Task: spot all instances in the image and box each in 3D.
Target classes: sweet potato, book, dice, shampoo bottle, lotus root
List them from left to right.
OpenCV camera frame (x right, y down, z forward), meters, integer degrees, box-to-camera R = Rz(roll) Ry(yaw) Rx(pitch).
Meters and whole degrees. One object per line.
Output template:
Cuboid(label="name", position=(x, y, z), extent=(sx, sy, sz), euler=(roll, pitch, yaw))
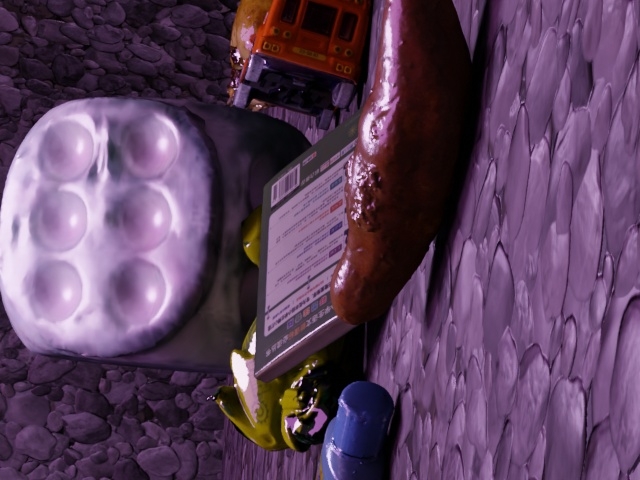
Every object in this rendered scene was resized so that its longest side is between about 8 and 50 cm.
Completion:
Cuboid(label="dice", position=(-0.198, 0.001, 2.185), extent=(0.348, 0.330, 0.328), euler=(19, -105, -67))
Cuboid(label="lotus root", position=(-0.056, -0.328, 2.545), extent=(0.169, 0.141, 0.314), euler=(121, 163, -69))
Cuboid(label="book", position=(0.000, 0.000, 1.833), extent=(0.202, 0.027, 0.264), euler=(-36, 40, 38))
Cuboid(label="shampoo bottle", position=(0.025, 0.245, 1.666), extent=(0.104, 0.061, 0.258), euler=(-94, 12, -51))
Cuboid(label="sweet potato", position=(0.071, -0.070, 1.413), extent=(0.106, 0.095, 0.354), euler=(29, 125, 33))

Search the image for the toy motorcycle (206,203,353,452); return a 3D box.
Cuboid(label="toy motorcycle", position=(-0.030, 0.106, 1.949), extent=(0.206, 0.142, 0.342), euler=(-29, 44, 34))

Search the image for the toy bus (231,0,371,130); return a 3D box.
Cuboid(label="toy bus", position=(-0.023, -0.242, 2.208), extent=(0.329, 0.143, 0.153), euler=(140, 145, -82))
